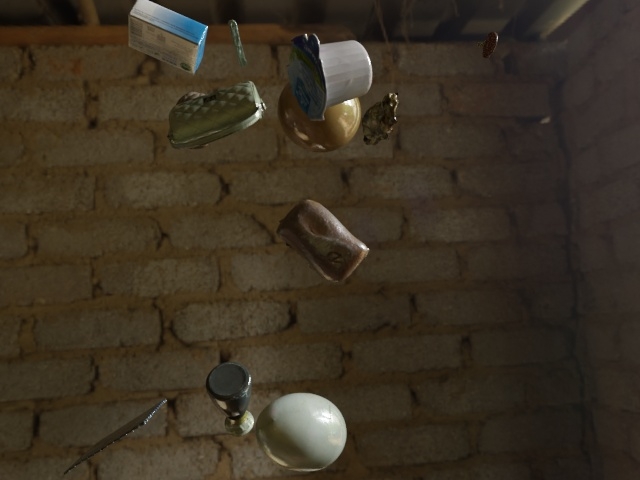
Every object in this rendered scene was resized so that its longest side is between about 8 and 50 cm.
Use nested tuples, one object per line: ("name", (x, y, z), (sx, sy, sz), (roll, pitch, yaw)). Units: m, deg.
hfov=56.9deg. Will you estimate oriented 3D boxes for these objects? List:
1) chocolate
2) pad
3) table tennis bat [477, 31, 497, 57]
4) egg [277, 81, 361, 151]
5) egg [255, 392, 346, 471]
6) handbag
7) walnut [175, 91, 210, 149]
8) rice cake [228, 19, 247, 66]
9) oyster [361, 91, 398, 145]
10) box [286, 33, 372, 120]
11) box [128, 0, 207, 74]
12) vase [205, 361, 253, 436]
("chocolate", (0.001, 0.001, 1.668), (0.261, 0.161, 0.083), (40, 0, 2))
("pad", (-0.592, 0.567, 1.734), (0.269, 0.012, 0.269), (-32, 0, -4))
("table tennis bat", (0.577, -0.677, 2.049), (0.013, 0.087, 0.156), (9, 17, -10))
("egg", (-0.009, -0.487, 2.249), (0.300, 0.301, 0.373), (-9, -3, 36))
("egg", (-0.040, 0.384, 1.189), (0.151, 0.151, 0.209), (-10, -25, 43))
("handbag", (-0.262, -0.305, 1.471), (0.256, 0.079, 0.219), (-19, 35, 1))
("walnut", (-0.492, -0.466, 2.330), (0.224, 0.224, 0.224), (-3, -7, 0))
("rice cake", (-0.214, -0.510, 1.531), (0.021, 0.121, 0.022), (-24, 39, -13))
("oyster", (0.178, -0.359, 1.845), (0.078, 0.129, 0.345), (-4, -6, -10))
("box", (0.039, -0.555, 1.893), (0.206, 0.262, 0.291), (-20, -30, -24))
("box", (-0.414, -0.550, 1.599), (0.194, 0.073, 0.139), (21, -23, -10))
("vase", (-0.344, 0.640, 2.331), (0.173, 0.173, 0.321), (-3, -48, -1))
